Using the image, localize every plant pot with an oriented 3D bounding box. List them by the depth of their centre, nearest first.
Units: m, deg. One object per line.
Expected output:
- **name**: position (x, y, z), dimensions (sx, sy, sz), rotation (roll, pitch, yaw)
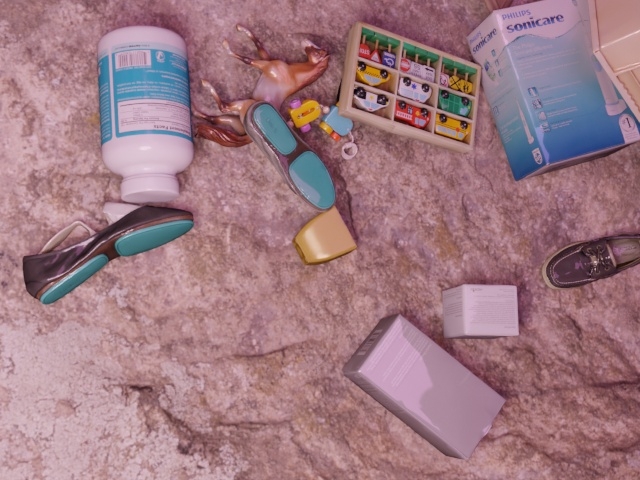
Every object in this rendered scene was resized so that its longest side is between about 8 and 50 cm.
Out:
- **plant pot**: position (0.000, 0.000, 1.441), dimensions (0.083, 0.081, 0.081), rotation (-27, 87, -12)

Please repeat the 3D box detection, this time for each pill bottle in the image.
- **pill bottle**: position (-0.279, -0.196, 1.373), dimensions (0.146, 0.146, 0.263), rotation (-2, 80, -14)

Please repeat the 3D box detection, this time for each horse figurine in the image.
- **horse figurine**: position (-0.114, -0.255, 1.466), dimensions (0.175, 0.066, 0.263), rotation (31, 74, -6)

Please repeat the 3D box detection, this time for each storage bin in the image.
- **storage bin**: position (0.591, -0.361, 1.535), dimensions (0.260, 0.123, 0.262), rotation (42, 41, -35)

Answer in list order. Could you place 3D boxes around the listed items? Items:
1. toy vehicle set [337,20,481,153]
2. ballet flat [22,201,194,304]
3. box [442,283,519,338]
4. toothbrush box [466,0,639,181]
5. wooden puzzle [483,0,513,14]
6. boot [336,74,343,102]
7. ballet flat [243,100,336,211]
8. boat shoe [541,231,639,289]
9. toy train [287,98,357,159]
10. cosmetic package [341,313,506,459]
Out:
- **toy vehicle set**: position (0.162, -0.267, 1.517), dimensions (0.267, 0.035, 0.165), rotation (13, 77, -26)
- **ballet flat**: position (-0.341, -0.004, 1.353), dimensions (0.281, 0.095, 0.096), rotation (-28, 75, -17)
- **box**: position (0.273, 0.123, 1.470), dimensions (0.102, 0.101, 0.087), rotation (3, 79, -13)
- **toothbrush box**: position (0.426, -0.283, 1.571), dimensions (0.217, 0.126, 0.295), rotation (-17, 85, -17)
- **wooden puzzle**: position (0.331, -0.551, 1.575), dimensions (0.220, 0.044, 0.238), rotation (-58, 140, -16)
- **boot**: position (0.090, -0.286, 1.536), dimensions (0.099, 0.045, 0.121), rotation (21, 77, -15)
- **ballet flat**: position (-0.050, -0.136, 1.415), dimensions (0.072, 0.068, 0.213), rotation (-39, 98, -20)
- **boat shoe**: position (0.511, 0.030, 1.560), dimensions (0.224, 0.073, 0.080), rotation (-16, 84, -16)
- **toy train**: position (-0.017, -0.188, 1.488), dimensions (0.166, 0.046, 0.125), rotation (-5, 114, -23)
- **cosmetic package**: position (0.172, 0.244, 1.425), dimensions (0.238, 0.107, 0.127), rotation (42, 73, -6)
